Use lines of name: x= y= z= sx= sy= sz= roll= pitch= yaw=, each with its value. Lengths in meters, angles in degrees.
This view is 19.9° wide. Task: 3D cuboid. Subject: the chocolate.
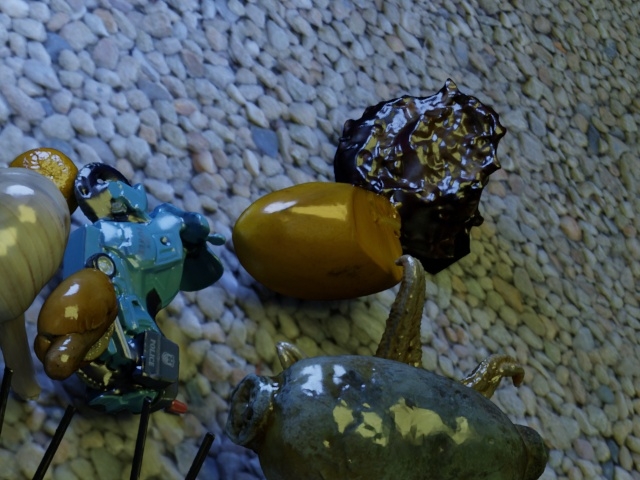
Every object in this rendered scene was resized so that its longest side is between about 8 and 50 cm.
chocolate: x=0.145 y=-0.101 z=2.240 sx=0.224 sy=0.177 sz=0.206 roll=54 pitch=39 yaw=6

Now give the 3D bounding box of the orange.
orange: x=-0.286 y=-0.056 z=1.878 sx=0.083 sy=0.070 sz=0.083 roll=14 pitch=60 yaw=-25

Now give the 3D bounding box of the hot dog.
hot dog: x=-0.226 y=0.079 z=1.686 sx=0.060 sy=0.090 sz=0.140 roll=18 pitch=19 yaw=16

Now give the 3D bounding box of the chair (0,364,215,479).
chair: x=-0.220 y=0.261 z=1.635 sx=0.158 sy=0.172 sz=0.247 roll=17 pitch=93 yaw=-35

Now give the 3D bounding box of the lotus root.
lotus root: x=0.082 y=0.211 z=1.853 sx=0.349 sy=0.175 sz=0.175 roll=11 pitch=52 yaw=-20

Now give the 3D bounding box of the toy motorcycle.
toy motorcycle: x=-0.183 y=0.057 z=1.851 sx=0.182 sy=0.123 sz=0.272 roll=25 pitch=51 yaw=-35

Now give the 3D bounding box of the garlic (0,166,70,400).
garlic: x=-0.304 y=0.055 z=1.714 sx=0.199 sy=0.199 sz=0.226 roll=-47 pitch=121 yaw=-51

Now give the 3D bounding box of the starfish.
starfish: x=0.086 y=0.199 z=2.003 sx=0.375 sy=0.094 sz=0.327 roll=-27 pitch=95 yaw=-34

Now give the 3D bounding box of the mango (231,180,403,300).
mango: x=0.000 y=0.000 z=2.034 sx=0.252 sy=0.154 sz=0.126 roll=5 pitch=68 yaw=-49
